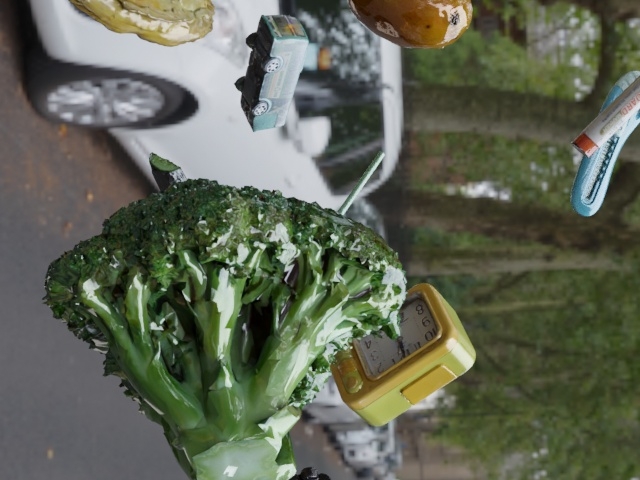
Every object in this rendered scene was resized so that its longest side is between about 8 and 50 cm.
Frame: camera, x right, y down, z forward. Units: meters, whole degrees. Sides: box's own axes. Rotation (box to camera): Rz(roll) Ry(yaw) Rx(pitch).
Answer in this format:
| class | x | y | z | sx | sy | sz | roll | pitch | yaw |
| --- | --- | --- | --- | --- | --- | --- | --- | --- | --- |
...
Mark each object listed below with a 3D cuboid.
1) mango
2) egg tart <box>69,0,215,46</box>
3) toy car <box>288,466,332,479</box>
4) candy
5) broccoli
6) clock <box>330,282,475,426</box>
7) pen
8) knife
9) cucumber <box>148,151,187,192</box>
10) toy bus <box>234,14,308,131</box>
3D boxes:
| class | x | y | z | sx | sy | sz | roll | pitch | yaw |
| --- | --- | --- | --- | --- | --- | --- | --- | --- | --- |
| mango | 0.093 | -0.259 | 1.271 | 0.105 | 0.159 | 0.084 | -10 | 104 | -49 |
| egg tart | -0.270 | -0.385 | 1.453 | 0.129 | 0.341 | 0.341 | -55 | -164 | 26 |
| toy car | -0.077 | 0.435 | 1.819 | 0.108 | 0.210 | 0.089 | 87 | -7 | -58 |
| candy | 0.001 | 0.001 | 1.492 | 0.287 | 0.078 | 0.084 | -54 | 160 | -4 |
| broccoli | -0.075 | 0.077 | 0.973 | 0.307 | 0.308 | 0.275 | 84 | -8 | -46 |
| clock | 0.119 | 0.173 | 1.699 | 0.096 | 0.202 | 0.143 | 47 | 13 | -37 |
| pen | 0.349 | -0.176 | 1.139 | 0.028 | 0.239 | 0.028 | 42 | 13 | -12 |
| knife | 0.412 | -0.139 | 1.593 | 0.222 | 0.064 | 0.031 | -66 | -168 | -2 |
| cucumber | -0.274 | -0.074 | 2.221 | 0.046 | 0.070 | 0.220 | -50 | 127 | -40 |
| toy bus | -0.099 | -0.331 | 2.230 | 0.091 | 0.109 | 0.261 | 64 | -28 | 29 |
